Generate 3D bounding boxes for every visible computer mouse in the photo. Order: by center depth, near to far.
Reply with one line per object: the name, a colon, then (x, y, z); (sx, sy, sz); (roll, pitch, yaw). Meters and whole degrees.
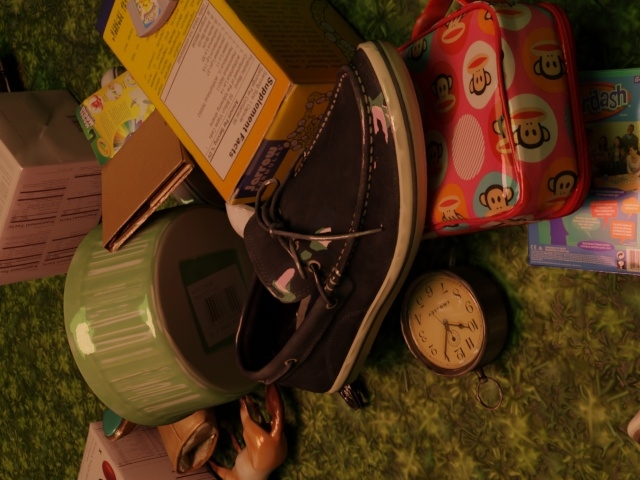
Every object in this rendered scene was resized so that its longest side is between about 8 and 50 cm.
computer mouse: (-0.057, -0.007, 1.337); (0.106, 0.193, 0.042); (20, 88, 41)
computer mouse: (0.004, 0.120, 1.408); (0.242, 0.041, 0.071); (62, 157, 6)

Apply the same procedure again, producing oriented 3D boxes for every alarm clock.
alarm clock: (0.168, 0.111, 1.220); (0.129, 0.064, 0.192); (-37, 69, 42)

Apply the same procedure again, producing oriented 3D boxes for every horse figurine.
horse figurine: (-0.103, 0.308, 1.530); (0.174, 0.066, 0.263); (51, 132, 35)

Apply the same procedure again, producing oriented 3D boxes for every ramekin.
ramekin: (-0.188, 0.094, 1.412); (0.148, 0.303, 0.303); (-16, 87, 33)

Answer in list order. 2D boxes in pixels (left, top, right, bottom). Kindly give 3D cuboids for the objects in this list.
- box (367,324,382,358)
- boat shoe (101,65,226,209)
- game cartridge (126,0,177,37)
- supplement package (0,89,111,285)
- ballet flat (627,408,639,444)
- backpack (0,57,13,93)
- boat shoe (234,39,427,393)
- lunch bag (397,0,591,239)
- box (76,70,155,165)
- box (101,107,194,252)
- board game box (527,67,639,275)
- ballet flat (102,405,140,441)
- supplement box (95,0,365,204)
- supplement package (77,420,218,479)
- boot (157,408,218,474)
box: (0.056, 0.055, 1.317); (0.116, 0.029, 0.162); (-122, 43, -54)
boat shoe: (-0.219, -0.163, 1.542); (0.094, 0.109, 0.302); (-44, 70, 16)
game cartridge: (-0.210, -0.291, 1.275); (0.083, 0.017, 0.056); (-35, 76, 43)
supplement package: (-0.502, -0.091, 1.752); (0.199, 0.198, 0.263); (47, 127, 27)
ballet flat: (0.443, 0.071, 0.913); (0.400, 0.139, 0.139); (-34, 74, 39)
backpack: (-0.694, -0.227, 1.882); (0.191, 0.253, 0.225); (-33, 75, 64)
boat shoe: (0.000, 0.000, 1.166); (0.500, 0.156, 0.187); (107, 153, -43)
lunch bag: (0.153, -0.137, 1.097); (0.293, 0.120, 0.258); (169, 94, -66)
box: (-0.263, -0.191, 1.484); (0.179, 0.043, 0.105); (-30, 77, 13)
box: (-0.236, -0.096, 1.370); (0.164, 0.021, 0.201); (-45, 32, 18)
board game box: (0.292, -0.073, 1.072); (0.160, 0.047, 0.210); (6, 103, 45)
ballet flat: (-0.309, 0.263, 1.640); (0.073, 0.067, 0.206); (-42, 27, 8)
supplement box: (-0.103, -0.243, 1.327); (0.356, 0.195, 0.194); (52, 130, 26)
supplement package: (-0.284, 0.419, 1.652); (0.203, 0.149, 0.194); (43, 126, 42)
boot: (-0.226, 0.184, 1.584); (0.269, 0.089, 0.236); (57, 146, 36)
